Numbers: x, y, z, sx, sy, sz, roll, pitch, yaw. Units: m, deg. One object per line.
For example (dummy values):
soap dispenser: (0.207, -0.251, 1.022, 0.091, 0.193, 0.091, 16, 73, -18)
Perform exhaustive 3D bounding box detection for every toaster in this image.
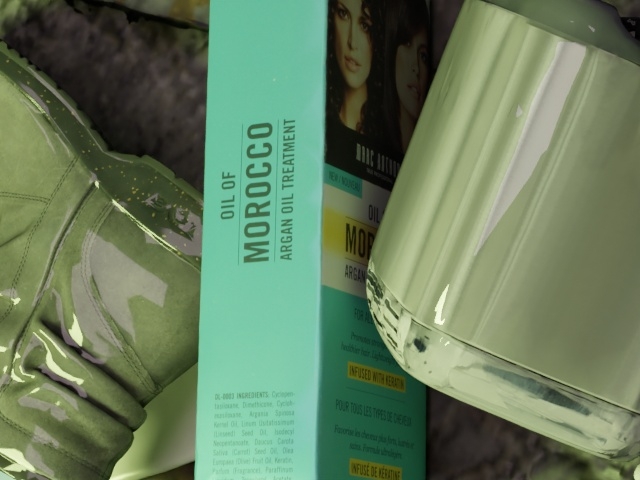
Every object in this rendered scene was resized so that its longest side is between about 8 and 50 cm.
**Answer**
toaster: (0.096, -0.013, 0.731, 0.129, 0.227, 0.146, 22, 98, -7)

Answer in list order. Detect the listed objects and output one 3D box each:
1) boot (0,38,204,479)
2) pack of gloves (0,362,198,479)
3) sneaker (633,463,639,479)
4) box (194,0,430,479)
boot: (-0.152, 0.007, 0.901, 0.246, 0.083, 0.161, 37, 82, 28)
pack of gloves: (-0.120, 0.146, 0.898, 0.232, 0.046, 0.195, -28, 68, 20)
sneaker: (0.155, 0.115, 0.735, 0.292, 0.110, 0.118, -47, 54, 2)
box: (0.000, 0.000, 0.834, 0.060, 0.100, 0.244, -5, 77, 28)
